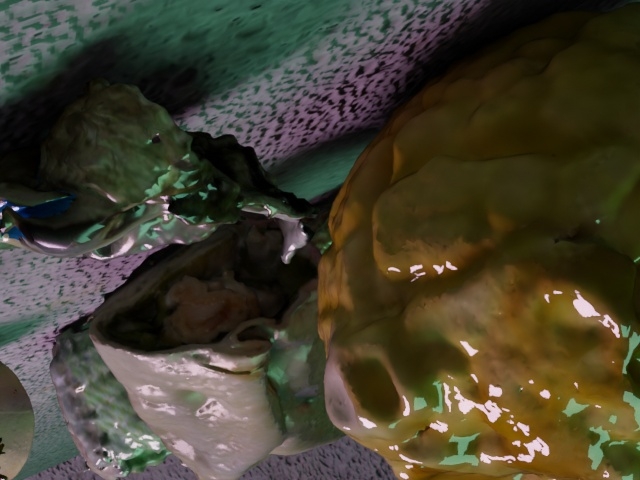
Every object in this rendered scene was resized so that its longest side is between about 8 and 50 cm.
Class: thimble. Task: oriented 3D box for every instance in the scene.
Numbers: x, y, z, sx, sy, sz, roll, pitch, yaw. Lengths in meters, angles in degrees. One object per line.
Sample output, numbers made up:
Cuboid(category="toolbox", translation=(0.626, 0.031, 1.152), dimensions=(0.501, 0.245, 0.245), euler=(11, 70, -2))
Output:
Cuboid(category="thimble", translation=(-0.158, 0.135, 1.518), dimensions=(0.219, 0.150, 0.219), euler=(-25, 173, -3))

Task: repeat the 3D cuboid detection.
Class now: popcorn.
Cuboid(category="popcorn", translation=(0.162, 0.012, 1.081), dimensions=(0.344, 0.354, 0.390), euler=(9, 107, -41))

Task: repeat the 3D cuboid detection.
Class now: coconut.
Cuboid(category="coconut", translation=(-0.309, 0.158, 1.343), dimensions=(0.116, 0.116, 0.122), euler=(-27, 167, 21))

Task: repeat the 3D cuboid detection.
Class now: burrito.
Cuboid(category="burrito", translation=(-0.052, 0.114, 1.298), dimensions=(0.190, 0.135, 0.332), euler=(-44, 152, -14))

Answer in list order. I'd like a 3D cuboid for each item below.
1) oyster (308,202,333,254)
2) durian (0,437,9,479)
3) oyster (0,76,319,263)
Cuboid(category="oyster", translation=(-0.009, 0.004, 1.442), dimensions=(0.133, 0.072, 0.209), euler=(-28, -165, -26))
Cuboid(category="durian", translation=(-0.326, 0.169, 0.931), dimensions=(0.293, 0.258, 0.258), euler=(-36, 172, 2))
Cuboid(category="oyster", translation=(-0.114, -0.024, 0.821), dimensions=(0.223, 0.083, 0.214), euler=(-9, 171, 26))
